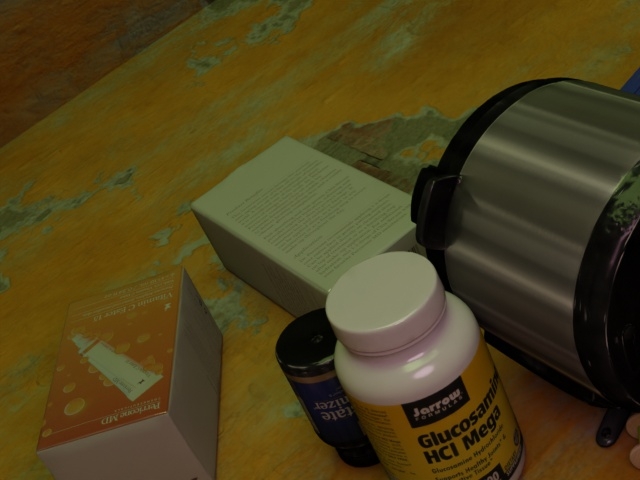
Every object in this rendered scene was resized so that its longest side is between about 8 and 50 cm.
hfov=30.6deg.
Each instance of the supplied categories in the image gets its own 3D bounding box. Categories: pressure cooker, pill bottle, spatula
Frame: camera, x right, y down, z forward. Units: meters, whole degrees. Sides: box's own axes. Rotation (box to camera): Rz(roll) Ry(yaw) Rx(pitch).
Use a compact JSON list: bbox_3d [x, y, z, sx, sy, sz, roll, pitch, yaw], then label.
[{"bbox_3d":[0.345,-0.016,1.490,0.375,0.370,0.420,-45,37,-11],"label":"pressure cooker"},{"bbox_3d":[0.130,0.182,1.481,0.188,0.334,0.188,-17,35,13],"label":"pill bottle"},{"bbox_3d":[0.441,0.163,1.582,0.084,0.030,0.296,9,47,41],"label":"spatula"},{"bbox_3d":[0.031,0.207,1.613,0.123,0.219,0.123,-17,35,12],"label":"pill bottle"}]

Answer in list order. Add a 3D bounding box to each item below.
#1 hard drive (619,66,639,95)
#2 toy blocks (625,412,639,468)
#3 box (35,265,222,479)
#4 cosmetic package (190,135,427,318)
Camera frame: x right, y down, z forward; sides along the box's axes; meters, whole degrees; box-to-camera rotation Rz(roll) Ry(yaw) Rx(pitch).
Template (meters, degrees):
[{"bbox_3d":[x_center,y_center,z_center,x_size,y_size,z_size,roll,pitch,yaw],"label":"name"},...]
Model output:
[{"bbox_3d":[0.541,-0.154,1.678,0.210,0.040,0.318,-52,38,23],"label":"hard drive"},{"bbox_3d":[0.449,0.215,1.485,0.123,0.054,0.148,-11,37,20],"label":"toy blocks"},{"bbox_3d":[-0.286,0.231,1.827,0.215,0.168,0.345,-18,35,10],"label":"box"},{"bbox_3d":[0.000,0.000,1.963,0.230,0.161,0.453,-37,36,-16],"label":"cosmetic package"}]
